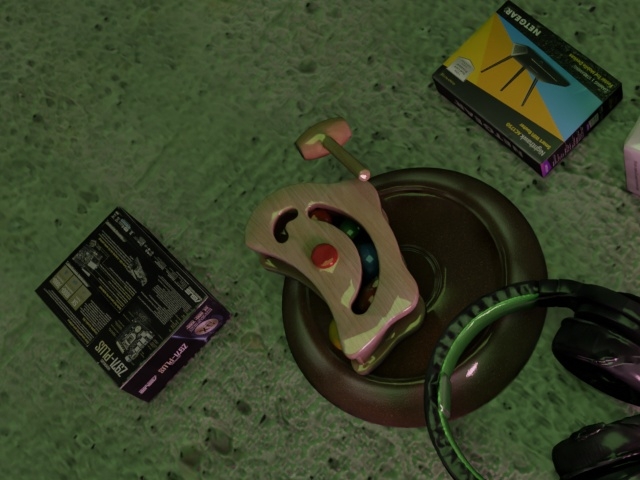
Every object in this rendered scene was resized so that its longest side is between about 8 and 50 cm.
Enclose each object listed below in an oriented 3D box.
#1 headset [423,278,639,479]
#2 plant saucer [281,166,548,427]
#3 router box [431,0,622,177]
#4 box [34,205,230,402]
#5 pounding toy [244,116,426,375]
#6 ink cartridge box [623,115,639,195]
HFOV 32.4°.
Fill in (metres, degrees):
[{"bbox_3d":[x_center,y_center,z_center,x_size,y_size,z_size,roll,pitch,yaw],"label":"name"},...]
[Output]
[{"bbox_3d":[0.295,0.153,1.062,0.394,0.185,0.243,1,71,11],"label":"headset"},{"bbox_3d":[0.097,0.052,1.240,0.310,0.050,0.311,-6,69,16],"label":"plant saucer"},{"bbox_3d":[0.239,-0.178,1.282,0.133,0.046,0.179,-45,64,-3],"label":"router box"},{"bbox_3d":[-0.223,0.075,1.313,0.147,0.077,0.180,-47,64,-4],"label":"box"},{"bbox_3d":[0.000,0.000,1.176,0.154,0.155,0.270,-24,65,3],"label":"pounding toy"},{"bbox_3d":[0.498,-0.101,1.126,0.306,0.131,0.226,28,80,26],"label":"ink cartridge box"}]
